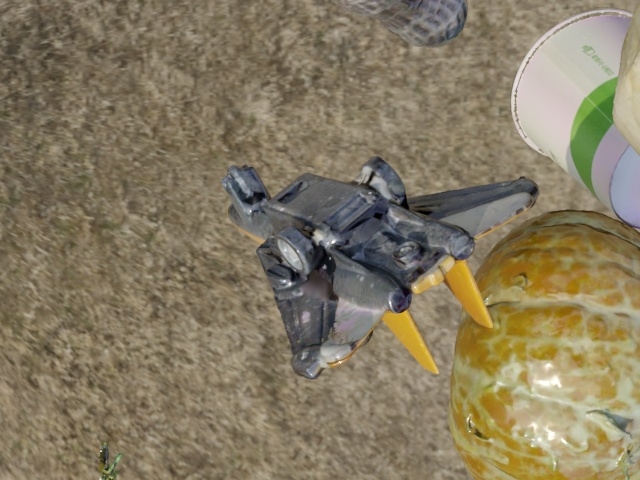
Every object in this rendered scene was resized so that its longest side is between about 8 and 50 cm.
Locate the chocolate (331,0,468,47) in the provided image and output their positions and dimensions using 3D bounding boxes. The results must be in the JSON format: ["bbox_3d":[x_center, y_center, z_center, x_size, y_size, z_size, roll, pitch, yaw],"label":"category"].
[{"bbox_3d":[0.093,-0.297,1.205,0.248,0.110,0.110,10,93,-53],"label":"chocolate"}]

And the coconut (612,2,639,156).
[{"bbox_3d":[0.294,-0.078,0.603,0.202,0.222,0.202,-26,151,-16],"label":"coconut"}]

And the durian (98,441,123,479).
[{"bbox_3d":[-0.232,0.302,1.027,0.086,0.100,0.215,12,127,-12],"label":"durian"}]

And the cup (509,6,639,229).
[{"bbox_3d":[0.432,-0.162,1.443,0.253,0.274,0.253,-7,126,-10],"label":"cup"}]

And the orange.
[{"bbox_3d":[0.265,0.130,1.073,0.329,0.249,0.329,14,90,-74],"label":"orange"}]

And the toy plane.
[{"bbox_3d":[-0.005,-0.010,0.750,0.204,0.316,0.103,-37,124,-18],"label":"toy plane"}]
